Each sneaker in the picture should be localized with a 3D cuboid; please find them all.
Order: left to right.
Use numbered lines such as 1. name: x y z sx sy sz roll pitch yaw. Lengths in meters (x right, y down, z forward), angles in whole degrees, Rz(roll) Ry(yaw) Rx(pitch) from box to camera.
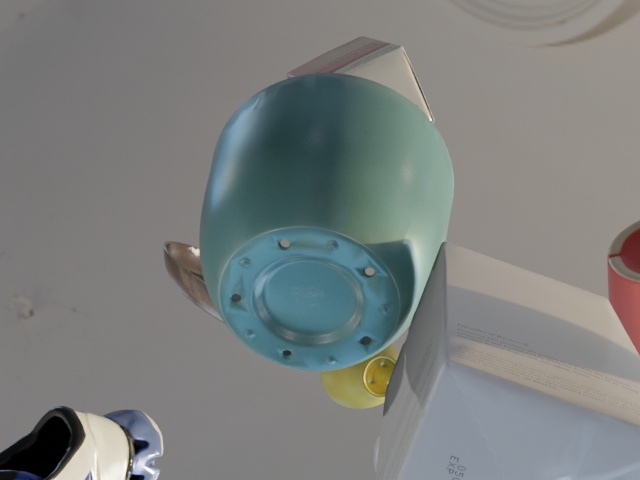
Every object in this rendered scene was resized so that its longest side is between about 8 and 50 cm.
1. sneaker: -0.285 0.302 0.851 0.128 0.182 0.315 0 -114 31

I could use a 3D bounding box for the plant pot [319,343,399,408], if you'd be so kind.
1. plant pot: 0.078 0.209 1.366 0.134 0.134 0.095 -29 -169 -18

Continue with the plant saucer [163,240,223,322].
1. plant saucer: -0.127 0.097 1.400 0.311 0.311 0.050 33 -86 32

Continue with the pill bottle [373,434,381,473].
1. pill bottle: 0.132 0.280 1.104 0.116 0.065 0.065 1 -135 -15

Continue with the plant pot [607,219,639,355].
1. plant pot: 0.600 0.102 1.419 0.275 0.243 0.275 -19 -150 11

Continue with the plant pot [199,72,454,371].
1. plant pot: 0.000 0.000 0.937 0.293 0.293 0.235 -1 -146 8

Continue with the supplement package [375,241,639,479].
1. supplement package: 0.155 0.142 0.719 0.175 0.177 0.293 18 -162 2

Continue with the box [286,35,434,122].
1. box: 0.054 -0.221 1.317 0.149 0.126 0.232 -27 -160 -3
